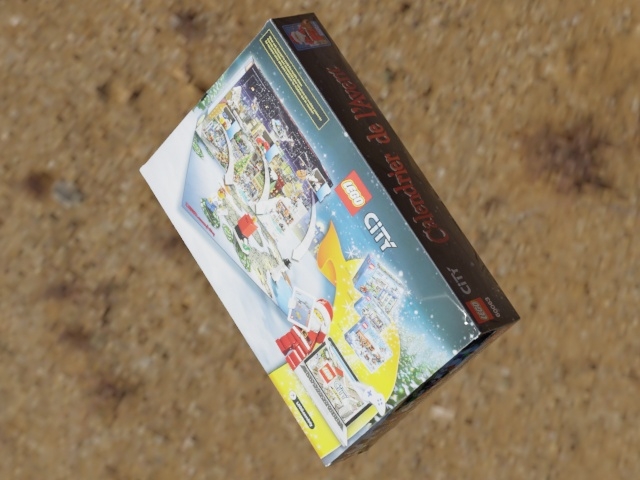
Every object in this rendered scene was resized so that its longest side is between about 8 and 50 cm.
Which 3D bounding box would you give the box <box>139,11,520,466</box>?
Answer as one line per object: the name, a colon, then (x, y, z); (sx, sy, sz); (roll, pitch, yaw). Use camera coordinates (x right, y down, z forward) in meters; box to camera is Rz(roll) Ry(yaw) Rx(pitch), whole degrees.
box: (0.000, 0.000, 1.175); (0.159, 0.044, 0.233); (-44, 72, 37)
